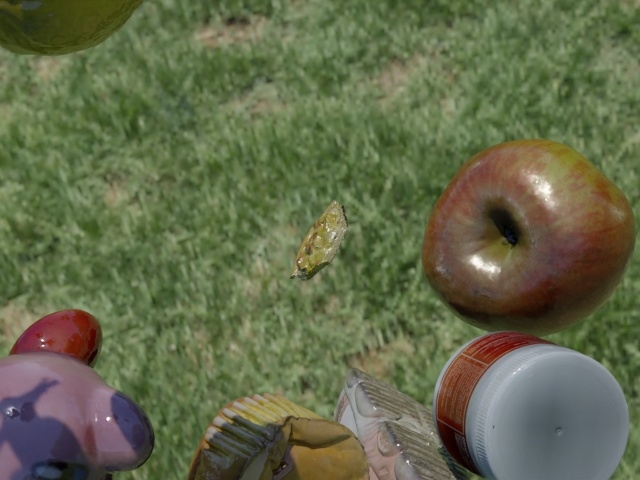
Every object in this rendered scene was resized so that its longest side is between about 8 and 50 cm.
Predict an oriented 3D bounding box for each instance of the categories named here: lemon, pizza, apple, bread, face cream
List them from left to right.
[{"bbox_3d":[-0.221,-0.245,1.080,0.180,0.181,0.193,4,13,23],"label":"lemon"},{"bbox_3d":[-0.074,0.343,1.669,0.204,0.288,0.156,16,-1,-31],"label":"bread"},{"bbox_3d":[0.000,0.000,2.202,0.160,0.035,0.099,-62,23,-13],"label":"pizza"},{"bbox_3d":[0.266,0.225,1.678,0.201,0.201,0.187,-24,11,-13],"label":"face cream"},{"bbox_3d":[0.309,-0.001,1.891,0.301,0.302,0.301,-9,37,7],"label":"apple"}]

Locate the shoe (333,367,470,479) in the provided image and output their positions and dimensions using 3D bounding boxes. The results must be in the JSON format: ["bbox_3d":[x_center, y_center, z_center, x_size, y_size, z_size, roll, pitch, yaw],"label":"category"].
[{"bbox_3d":[0.074,0.325,1.864,0.198,0.171,0.351,-55,15,10],"label":"shoe"}]

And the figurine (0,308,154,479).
[{"bbox_3d":[-0.341,0.230,1.477,0.211,0.270,0.261,14,14,-36],"label":"figurine"}]
